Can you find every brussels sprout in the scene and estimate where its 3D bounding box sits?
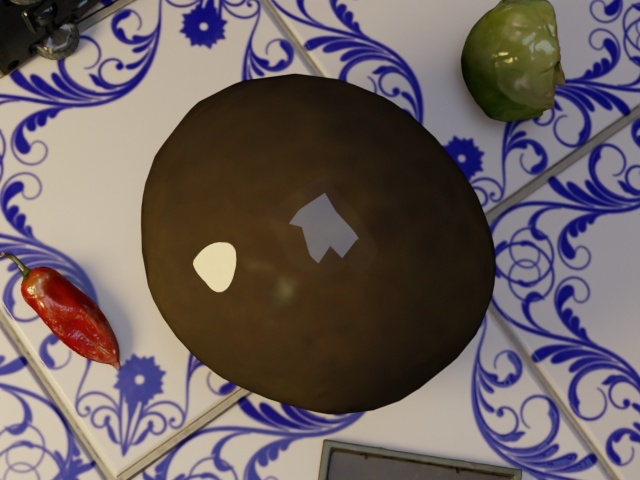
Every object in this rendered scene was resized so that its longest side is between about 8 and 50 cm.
[{"bbox_3d":[0.242,-0.233,1.238,0.122,0.149,0.151,-8,39,5],"label":"brussels sprout"}]

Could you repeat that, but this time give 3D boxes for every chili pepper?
[{"bbox_3d":[-0.300,0.080,1.134,0.059,0.050,0.191,-45,99,-17],"label":"chili pepper"}]

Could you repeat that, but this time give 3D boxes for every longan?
[{"bbox_3d":[0.000,0.000,1.057,0.405,0.336,0.404,21,40,-19],"label":"longan"}]

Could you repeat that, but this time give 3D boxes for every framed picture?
[{"bbox_3d":[0.113,0.346,1.154,0.250,0.016,0.184,9,77,-6],"label":"framed picture"}]

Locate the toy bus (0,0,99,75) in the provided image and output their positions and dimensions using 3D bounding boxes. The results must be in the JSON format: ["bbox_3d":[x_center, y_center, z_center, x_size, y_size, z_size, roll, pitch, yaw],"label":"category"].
[{"bbox_3d":[-0.312,-0.388,1.171,0.202,0.177,0.365,43,77,9],"label":"toy bus"}]
